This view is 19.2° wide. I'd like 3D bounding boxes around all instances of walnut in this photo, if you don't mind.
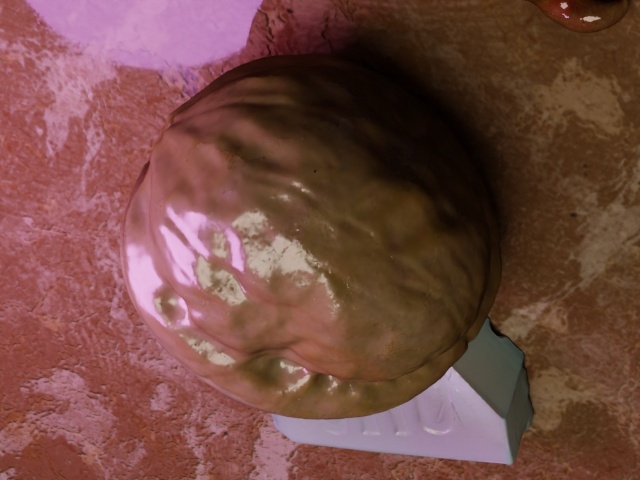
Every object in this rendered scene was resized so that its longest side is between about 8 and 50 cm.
[{"bbox_3d":[-0.009,-0.007,1.911,0.383,0.383,0.384,13,129,16],"label":"walnut"}]

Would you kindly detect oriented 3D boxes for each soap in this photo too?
[{"bbox_3d":[0.083,0.157,2.147,0.289,0.095,0.173,3,127,23],"label":"soap"}]

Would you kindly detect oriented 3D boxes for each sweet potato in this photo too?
[{"bbox_3d":[0.197,-0.250,1.813,0.202,0.058,0.055,26,111,6],"label":"sweet potato"}]
